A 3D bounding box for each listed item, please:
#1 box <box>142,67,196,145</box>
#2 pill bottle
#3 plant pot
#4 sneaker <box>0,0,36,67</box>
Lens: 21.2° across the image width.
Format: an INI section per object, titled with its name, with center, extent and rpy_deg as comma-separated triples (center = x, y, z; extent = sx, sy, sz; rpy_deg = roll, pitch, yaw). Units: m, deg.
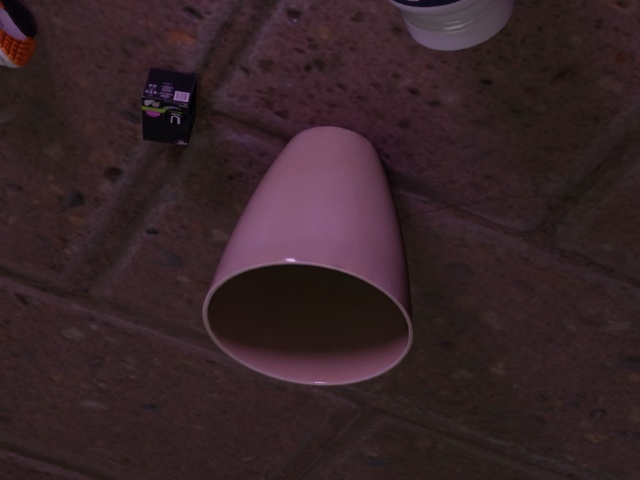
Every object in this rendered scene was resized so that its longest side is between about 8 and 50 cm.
[box]
center = -0.190, -0.167, 2.150
extent = 0.062, 0.052, 0.083
rpy_deg = 9, 143, 1
[pill bottle]
center = 0.116, -0.333, 1.798
extent = 0.153, 0.153, 0.265
rpy_deg = -6, 141, 18
[plant pot]
center = 0.000, 0.000, 2.145
extent = 0.256, 0.274, 0.256
rpy_deg = 5, 141, 4
[sneaker]
center = -0.455, -0.289, 2.016
extent = 0.121, 0.099, 0.262
rpy_deg = -9, 138, 28
